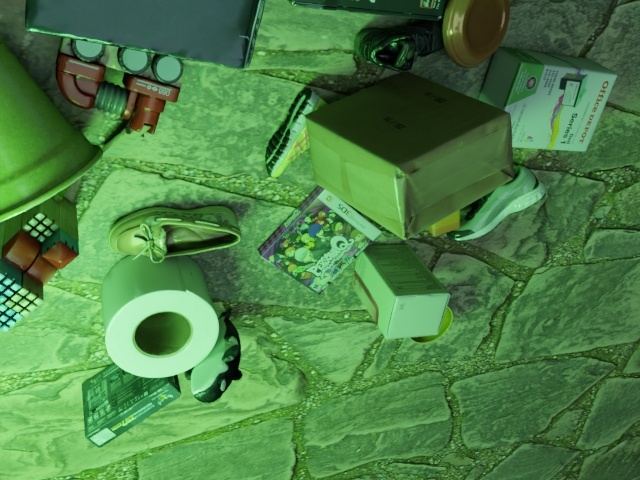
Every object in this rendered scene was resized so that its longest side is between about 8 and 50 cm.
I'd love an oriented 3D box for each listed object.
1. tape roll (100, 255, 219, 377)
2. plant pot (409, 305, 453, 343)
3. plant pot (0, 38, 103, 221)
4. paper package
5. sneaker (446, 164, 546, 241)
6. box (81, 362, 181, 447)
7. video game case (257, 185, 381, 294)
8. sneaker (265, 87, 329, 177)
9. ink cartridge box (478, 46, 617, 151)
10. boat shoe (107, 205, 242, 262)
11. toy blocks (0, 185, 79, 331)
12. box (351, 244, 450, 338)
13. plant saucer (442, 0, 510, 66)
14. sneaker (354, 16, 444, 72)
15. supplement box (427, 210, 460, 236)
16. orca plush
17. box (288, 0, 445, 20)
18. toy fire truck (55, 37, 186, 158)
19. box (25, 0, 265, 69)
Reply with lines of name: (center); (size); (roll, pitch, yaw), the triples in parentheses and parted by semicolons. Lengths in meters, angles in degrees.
tape roll: (-0.364, 0.163, 1.557); (0.246, 0.169, 0.246); (-10, 124, -16)
plant pot: (0.279, 0.199, 1.880); (0.134, 0.095, 0.134); (-10, 124, -15)
plant pot: (-0.569, -0.198, 1.203); (0.276, 0.276, 0.253); (-27, 116, -3)
paper package: (0.177, -0.185, 1.407); (0.310, 0.325, 0.168); (-27, 129, -24)
sneaker: (0.433, -0.092, 1.763); (0.272, 0.100, 0.108); (-35, 103, 7)
box: (-0.452, 0.353, 1.638); (0.233, 0.183, 0.059); (-33, 128, 0)
video game case: (0.000, 0.000, 1.673); (0.232, 0.042, 0.210); (-45, 125, 11)
sneaker: (-0.043, -0.217, 1.490); (0.094, 0.081, 0.208); (23, 111, -34)
ink cartridge box: (0.520, -0.326, 1.616); (0.278, 0.117, 0.201); (0, 121, -22)
boat shoe: (-0.317, -0.014, 1.508); (0.285, 0.089, 0.104); (-11, 125, -14)
toy blocks: (-0.607, 0.058, 1.334); (0.381, 0.261, 0.191); (-39, 127, 6)
box: (0.192, 0.121, 1.708); (0.149, 0.232, 0.126); (-1, 121, -20)
plant saucer: (0.338, -0.465, 1.460); (0.200, 0.037, 0.199); (-20, 123, -34)
sneaker: (0.197, -0.404, 1.433); (0.228, 0.130, 0.087); (-12, 127, -17)
supplement box: (0.289, -0.129, 1.681); (0.078, 0.080, 0.233); (-17, 128, -12)
orca plush: (-0.231, 0.290, 1.617); (0.151, 0.287, 0.102); (-33, 114, 4)
box: (0.114, -0.626, 1.273); (0.319, 0.097, 0.394); (0, 122, -18)
toy fire truck: (-0.393, -0.263, 1.297); (0.217, 0.158, 0.246); (12, 106, -28)
box: (-0.226, -0.552, 0.947); (0.298, 0.480, 0.471); (4, 119, -22)
